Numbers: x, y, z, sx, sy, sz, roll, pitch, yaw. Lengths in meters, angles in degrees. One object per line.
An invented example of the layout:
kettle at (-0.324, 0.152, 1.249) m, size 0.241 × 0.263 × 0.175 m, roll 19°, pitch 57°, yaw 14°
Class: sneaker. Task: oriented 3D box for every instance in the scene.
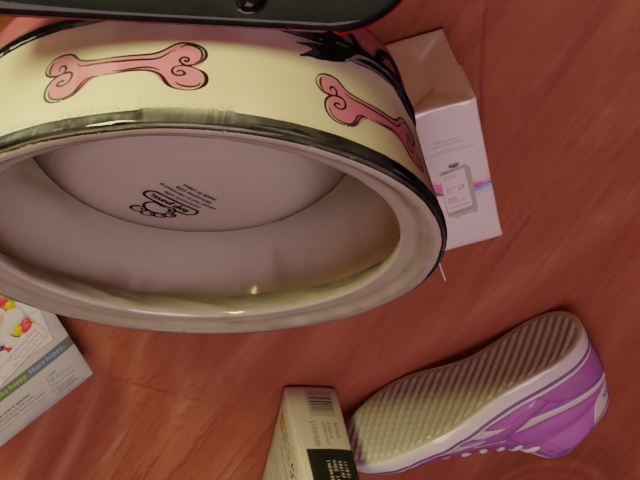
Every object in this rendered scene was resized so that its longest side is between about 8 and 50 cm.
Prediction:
sneaker at (0.171, 0.199, 1.703) m, size 0.282 × 0.102 × 0.161 m, roll -24°, pitch 132°, yaw 7°

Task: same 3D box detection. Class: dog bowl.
dog bowl at (-0.103, -0.062, 1.310) m, size 0.408 × 0.150 × 0.408 m, roll 0°, pitch 157°, yaw 0°

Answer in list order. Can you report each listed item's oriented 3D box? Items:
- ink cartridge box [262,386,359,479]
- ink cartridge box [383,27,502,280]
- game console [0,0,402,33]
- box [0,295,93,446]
ink cartridge box at (-0.032, 0.347, 1.724) m, size 0.069 × 0.176 × 0.371 m, roll 4°, pitch 127°, yaw -16°
ink cartridge box at (0.110, -0.073, 1.458) m, size 0.067 × 0.115 × 0.198 m, roll -15°, pitch 131°, yaw 0°
game console at (-0.092, -0.340, 1.112) m, size 0.342 × 0.060 × 0.387 m, roll 2°, pitch 93°, yaw -15°
box at (-0.313, 0.101, 1.519) m, size 0.145 × 0.038 × 0.186 m, roll -38°, pitch 130°, yaw -16°
